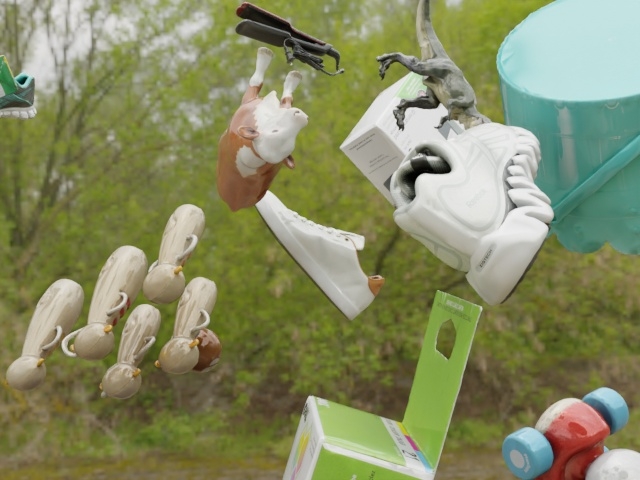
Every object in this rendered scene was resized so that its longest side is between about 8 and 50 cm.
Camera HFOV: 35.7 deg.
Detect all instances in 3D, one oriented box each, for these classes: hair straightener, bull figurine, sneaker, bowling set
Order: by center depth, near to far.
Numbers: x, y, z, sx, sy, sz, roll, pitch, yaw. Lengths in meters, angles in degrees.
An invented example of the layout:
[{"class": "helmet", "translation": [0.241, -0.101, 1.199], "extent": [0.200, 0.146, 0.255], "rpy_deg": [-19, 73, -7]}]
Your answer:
[{"class": "sneaker", "translation": [0.124, -0.054, 0.868], "extent": [0.118, 0.110, 0.292], "rpy_deg": [26, 20, -4]}, {"class": "bowling set", "translation": [-0.184, 0.109, 1.100], "extent": [0.287, 0.154, 0.200], "rpy_deg": [-31, -60, 34]}, {"class": "bull figurine", "translation": [-0.088, -0.153, 1.438], "extent": [0.101, 0.188, 0.310], "rpy_deg": [20, -25, -11]}, {"class": "sneaker", "translation": [-0.504, -0.228, 1.532], "extent": [0.065, 0.076, 0.166], "rpy_deg": [24, 20, 20]}, {"class": "hair straightener", "translation": [-0.051, -0.339, 1.770], "extent": [0.230, 0.089, 0.047], "rpy_deg": [23, -36, -30]}, {"class": "sneaker", "translation": [0.000, 0.000, 1.787], "extent": [0.123, 0.290, 0.106], "rpy_deg": [-42, 11, -2]}]

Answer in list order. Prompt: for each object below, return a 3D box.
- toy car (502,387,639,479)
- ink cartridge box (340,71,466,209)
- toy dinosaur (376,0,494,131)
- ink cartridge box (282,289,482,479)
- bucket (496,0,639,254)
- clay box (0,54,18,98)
[{"class": "toy car", "translation": [0.425, 0.373, 1.487], "extent": [0.219, 0.210, 0.238], "rpy_deg": [-17, 32, -33]}, {"class": "ink cartridge box", "translation": [0.197, -0.151, 1.869], "extent": [0.114, 0.273, 0.198], "rpy_deg": [-29, 20, 47]}, {"class": "toy dinosaur", "translation": [0.145, -0.221, 1.357], "extent": [0.118, 0.268, 0.064], "rpy_deg": [-20, -20, -2]}, {"class": "ink cartridge box", "translation": [0.037, 0.157, 0.823], "extent": [0.097, 0.255, 0.189], "rpy_deg": [16, 0, -3]}, {"class": "bucket", "translation": [0.323, -0.138, 1.053], "extent": [0.281, 0.281, 0.183], "rpy_deg": [-7, -51, 20]}, {"class": "clay box", "translation": [-0.500, -0.172, 1.238], "extent": [0.222, 0.053, 0.127], "rpy_deg": [-6, 22, 36]}]
